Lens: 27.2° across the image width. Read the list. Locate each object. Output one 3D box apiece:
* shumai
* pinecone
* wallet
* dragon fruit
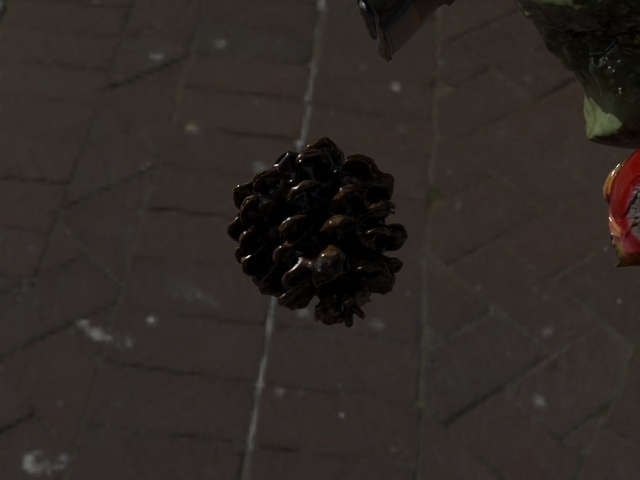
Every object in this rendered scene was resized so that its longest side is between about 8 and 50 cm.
[{"bbox_3d":[0.476,-0.300,1.919,0.397,0.324,0.324,-26,19,-34],"label":"shumai"},{"bbox_3d":[0.009,-0.006,1.826,0.243,0.243,0.257,-33,69,-35],"label":"pinecone"},{"bbox_3d":[0.136,-0.293,1.377,0.231,0.170,0.069,-43,80,-2],"label":"wallet"},{"bbox_3d":[0.492,-0.045,1.758,0.224,0.224,0.227,36,38,29],"label":"dragon fruit"}]
